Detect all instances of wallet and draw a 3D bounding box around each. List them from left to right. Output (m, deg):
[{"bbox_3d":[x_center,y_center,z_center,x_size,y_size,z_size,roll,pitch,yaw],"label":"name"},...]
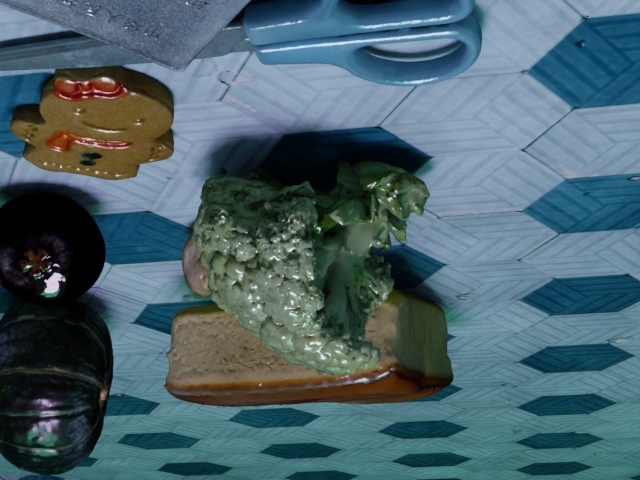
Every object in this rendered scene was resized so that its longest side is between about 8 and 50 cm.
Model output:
[{"bbox_3d":[-0.168,-0.205,0.947,0.222,0.036,0.167,20,151,-26],"label":"wallet"}]

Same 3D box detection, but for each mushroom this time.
[{"bbox_3d":[-0.062,0.030,1.529,0.213,0.088,0.097,9,159,-19],"label":"mushroom"}]

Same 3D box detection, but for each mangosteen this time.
[{"bbox_3d":[-0.315,0.005,1.435,0.137,0.137,0.151,3,-169,-7],"label":"mangosteen"}]

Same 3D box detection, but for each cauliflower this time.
[{"bbox_3d":[0.000,0.000,1.344,0.250,0.275,0.272,-42,111,7],"label":"cauliflower"}]

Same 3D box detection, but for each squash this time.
[{"bbox_3d":[-0.384,0.205,1.769,0.165,0.252,0.252,8,159,-3],"label":"squash"}]

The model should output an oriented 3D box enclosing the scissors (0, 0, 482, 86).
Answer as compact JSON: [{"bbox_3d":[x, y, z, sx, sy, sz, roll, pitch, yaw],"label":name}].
[{"bbox_3d":[-0.088,-0.173,1.072,0.447,0.029,0.192,-4,159,11],"label":"scissors"}]

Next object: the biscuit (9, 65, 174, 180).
[{"bbox_3d":[-0.218,-0.111,1.231,0.166,0.036,0.225,10,157,-22],"label":"biscuit"}]

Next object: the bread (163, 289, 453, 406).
[{"bbox_3d":[-0.003,0.155,1.722,0.333,0.143,0.323,-7,170,21],"label":"bread"}]
